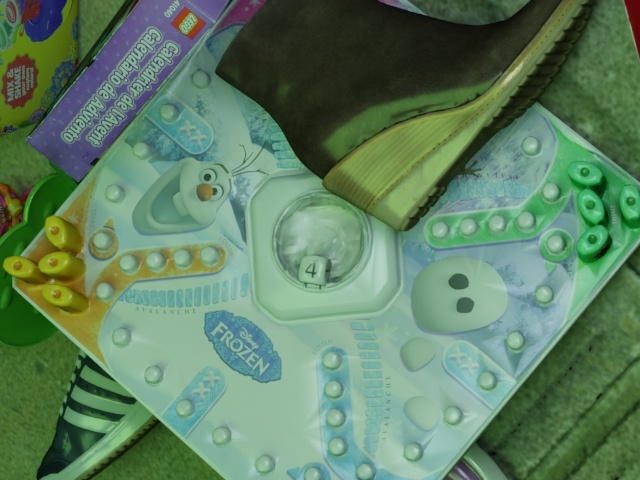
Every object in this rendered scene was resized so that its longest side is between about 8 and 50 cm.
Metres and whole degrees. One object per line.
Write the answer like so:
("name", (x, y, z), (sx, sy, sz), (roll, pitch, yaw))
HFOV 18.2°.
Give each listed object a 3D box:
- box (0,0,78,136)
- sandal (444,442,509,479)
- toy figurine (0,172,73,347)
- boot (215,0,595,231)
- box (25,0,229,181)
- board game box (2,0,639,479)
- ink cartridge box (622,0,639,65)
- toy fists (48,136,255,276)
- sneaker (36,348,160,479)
("box", (-0.379, -0.263, 1.806), (0.279, 0.177, 0.290), (17, 116, 29))
("sandal", (0.123, 0.305, 1.724), (0.169, 0.102, 0.416), (-40, 83, 38))
("toy figurine", (-0.321, -0.002, 1.923), (0.159, 0.130, 0.173), (21, 97, 38))
("boot", (0.062, -0.154, 1.525), (0.207, 0.090, 0.248), (44, 97, 14))
("box", (-0.110, -0.196, 1.572), (0.057, 0.293, 0.201), (37, 129, -10))
("board game box", (0.000, 0.000, 1.588), (0.390, 0.050, 0.390), (40, 91, 16))
("ink cartridge box", (0.289, -0.243, 1.285), (0.130, 0.272, 0.309), (-9, 103, 37))
("toy fists", (-0.099, -0.041, 1.722), (0.279, 0.142, 0.096), (40, 119, 15))
("sneaker", (-0.208, 0.119, 1.884), (0.153, 0.099, 0.282), (49, 121, 3))
